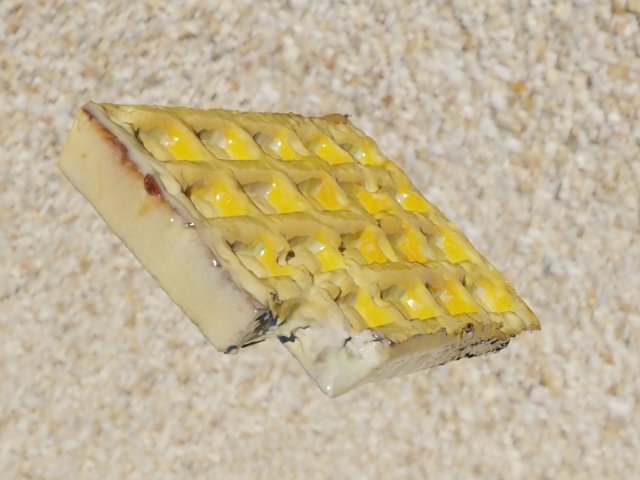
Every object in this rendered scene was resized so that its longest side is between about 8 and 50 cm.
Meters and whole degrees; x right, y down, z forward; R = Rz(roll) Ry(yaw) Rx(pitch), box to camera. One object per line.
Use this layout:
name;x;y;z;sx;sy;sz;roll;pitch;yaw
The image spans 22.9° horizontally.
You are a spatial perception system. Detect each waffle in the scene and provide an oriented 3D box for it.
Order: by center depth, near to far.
waffle;0.000;0.000;0.412;0.092;0.135;0.021;49;115;18
